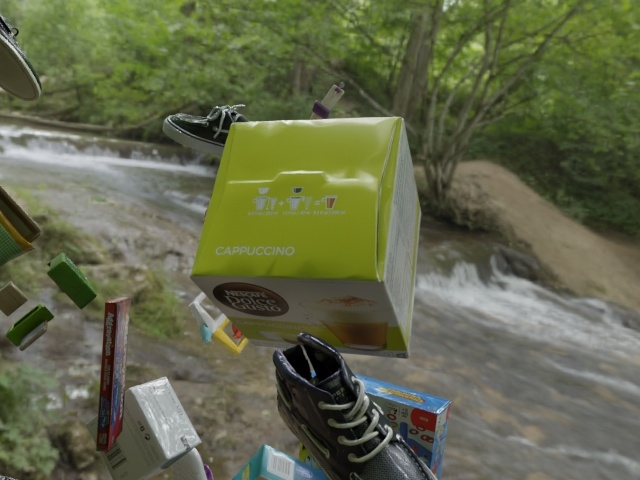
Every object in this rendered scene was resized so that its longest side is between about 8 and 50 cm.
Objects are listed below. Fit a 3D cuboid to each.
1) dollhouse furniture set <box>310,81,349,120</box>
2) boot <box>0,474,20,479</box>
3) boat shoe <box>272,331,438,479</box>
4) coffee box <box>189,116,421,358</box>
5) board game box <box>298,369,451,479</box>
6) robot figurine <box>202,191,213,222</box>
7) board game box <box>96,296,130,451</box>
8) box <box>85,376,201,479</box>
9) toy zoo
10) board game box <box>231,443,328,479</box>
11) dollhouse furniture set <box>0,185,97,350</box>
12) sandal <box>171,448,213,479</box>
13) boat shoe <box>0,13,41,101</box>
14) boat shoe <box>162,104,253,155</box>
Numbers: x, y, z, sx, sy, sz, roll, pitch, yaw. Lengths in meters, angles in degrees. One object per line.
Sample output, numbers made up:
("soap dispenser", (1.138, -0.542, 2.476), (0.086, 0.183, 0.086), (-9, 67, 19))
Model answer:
("dollhouse furniture set", (0.050, -0.256, 1.251), (0.114, 0.081, 0.091), (35, -15, 0))
("boot", (-0.730, 0.634, 1.416), (0.263, 0.228, 0.091), (10, 14, 3))
("boat shoe", (0.045, 0.272, 0.883), (0.127, 0.158, 0.340), (-34, 46, -28))
("coffee box", (0.000, 0.000, 1.194), (0.338, 0.338, 0.334), (1, -30, 16))
("board game box", (0.105, 0.458, 1.346), (0.308, 0.301, 0.086), (9, 10, 28))
("robot figurine", (-0.209, -0.170, 1.632), (0.085, 0.291, 0.211), (32, -37, -15))
("board game box", (-0.412, 0.258, 1.246), (0.027, 0.281, 0.145), (3, -2, -8))
("box", (-0.403, 0.440, 1.418), (0.182, 0.181, 0.119), (-40, -15, 23))
("toy zoo", (-0.251, 0.191, 1.762), (0.030, 0.192, 0.293), (-27, 18, 39))
("board game box", (-0.097, 0.582, 1.254), (0.254, 0.336, 0.079), (31, 27, -15))
("dollhouse furniture set", (-0.624, 0.050, 1.223), (0.197, 0.301, 0.151), (-41, 21, -13))
("sandal", (-0.374, 0.789, 1.950), (0.169, 0.416, 0.102), (16, 29, 38))
("boat shoe", (-0.753, -0.477, 1.418), (0.127, 0.113, 0.340), (-18, -51, 31))
("boat shoe", (-0.195, -0.239, 1.347), (0.306, 0.104, 0.113), (20, 27, 15))
